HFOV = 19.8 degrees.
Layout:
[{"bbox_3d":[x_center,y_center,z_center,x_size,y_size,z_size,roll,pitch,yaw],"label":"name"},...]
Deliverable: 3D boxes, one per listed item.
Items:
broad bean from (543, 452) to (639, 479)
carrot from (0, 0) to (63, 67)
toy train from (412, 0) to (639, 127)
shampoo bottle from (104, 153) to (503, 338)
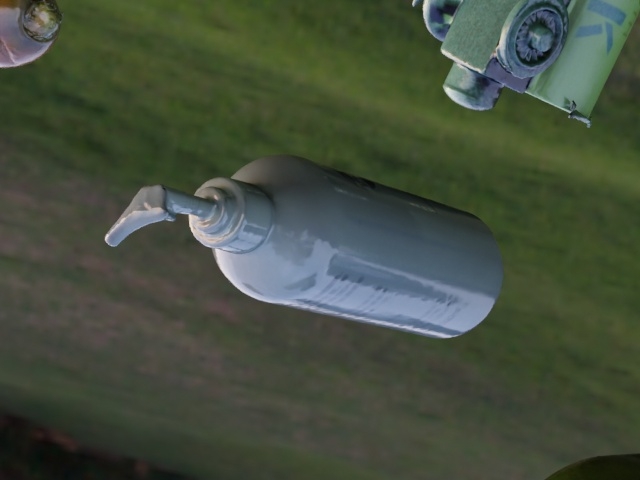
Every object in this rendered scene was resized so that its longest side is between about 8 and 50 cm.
[{"bbox_3d":[0.093,0.162,0.931,0.297,0.060,0.043,-26,-173,-20],"label":"broad bean"},{"bbox_3d":[-0.261,-0.137,1.124,0.271,0.066,0.062,5,-169,32],"label":"carrot"},{"bbox_3d":[0.172,-0.192,1.200,0.157,0.253,0.105,19,-171,-45],"label":"toy train"},{"bbox_3d":[0.000,0.000,0.675,0.056,0.056,0.195,6,175,33],"label":"shampoo bottle"}]
